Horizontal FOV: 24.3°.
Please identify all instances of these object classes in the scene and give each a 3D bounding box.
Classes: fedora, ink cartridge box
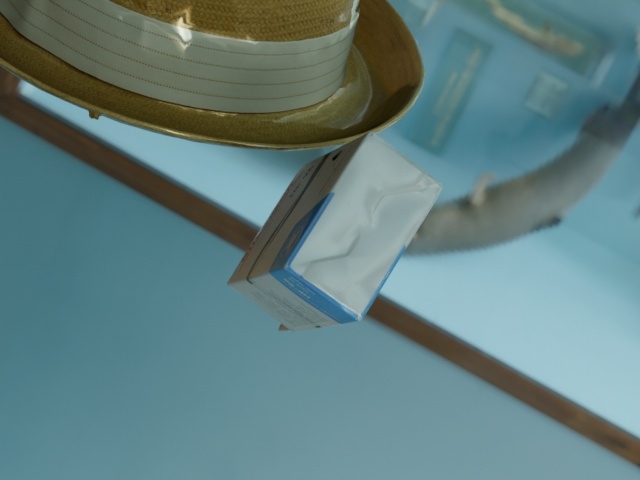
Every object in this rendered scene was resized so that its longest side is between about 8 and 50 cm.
[{"bbox_3d":[-0.044,-0.109,0.523,0.194,0.194,0.079,-51,168,-56],"label":"fedora"},{"bbox_3d":[0.000,0.000,0.451,0.048,0.028,0.083,-57,-169,-15],"label":"ink cartridge box"}]
